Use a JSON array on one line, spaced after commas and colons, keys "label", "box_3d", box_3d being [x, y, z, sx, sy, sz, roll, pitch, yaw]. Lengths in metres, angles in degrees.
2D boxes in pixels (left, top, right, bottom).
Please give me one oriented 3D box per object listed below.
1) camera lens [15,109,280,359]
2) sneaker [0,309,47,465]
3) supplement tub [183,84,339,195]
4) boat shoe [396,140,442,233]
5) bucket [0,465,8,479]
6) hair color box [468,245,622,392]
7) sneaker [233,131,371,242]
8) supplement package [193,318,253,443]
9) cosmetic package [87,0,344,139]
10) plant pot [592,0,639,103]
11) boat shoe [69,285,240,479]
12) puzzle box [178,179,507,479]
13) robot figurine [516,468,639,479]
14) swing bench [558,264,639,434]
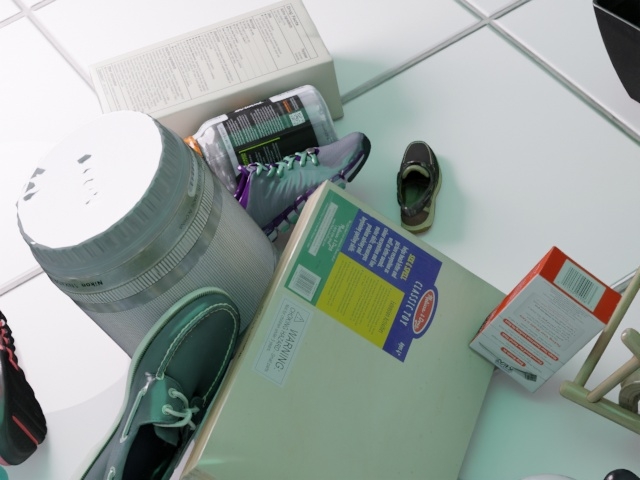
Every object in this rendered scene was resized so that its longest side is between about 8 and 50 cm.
[{"label": "camera lens", "box_3d": [-0.190, 0.010, 1.830, 0.219, 0.274, 0.219, -19, 46, 20]}, {"label": "sneaker", "box_3d": [-0.421, 0.173, 1.879, 0.136, 0.116, 0.314, -30, 41, -2]}, {"label": "supplement tub", "box_3d": [-0.078, -0.119, 2.053, 0.190, 0.117, 0.117, -20, 47, -8]}, {"label": "boat shoe", "box_3d": [0.125, -0.077, 2.018, 0.056, 0.049, 0.152, -5, 47, 8]}, {"label": "bucket", "box_3d": [-0.445, 0.339, 1.613, 0.183, 0.281, 0.281, -1, 47, 16]}, {"label": "hair color box", "box_3d": [0.242, 0.088, 1.726, 0.093, 0.167, 0.053, 37, 50, 0]}, {"label": "sneaker", "box_3d": [-0.043, -0.077, 1.973, 0.223, 0.098, 0.083, -40, 21, -1]}, {"label": "supplement package", "box_3d": [-0.052, 0.191, 1.768, 0.105, 0.105, 0.179, 10, 51, 20]}, {"label": "cosmetic package", "box_3d": [-0.142, -0.202, 2.147, 0.309, 0.113, 0.160, -18, 47, -6]}, {"label": "plant pot", "box_3d": [0.476, -0.249, 2.024, 0.187, 0.167, 0.188, -35, 51, -20]}, {"label": "boat shoe", "box_3d": [-0.166, 0.202, 1.720, 0.099, 0.116, 0.319, 22, 78, 50]}, {"label": "puzzle box", "box_3d": [0.043, 0.155, 1.717, 0.272, 0.052, 0.409, 33, 52, -10]}, {"label": "robot figurine", "box_3d": [0.253, 0.346, 1.513, 0.209, 0.174, 0.278, -29, 49, -19]}, {"label": "swing bench", "box_3d": [0.436, 0.117, 1.682, 0.254, 0.165, 0.253, 36, 57, 1]}]
